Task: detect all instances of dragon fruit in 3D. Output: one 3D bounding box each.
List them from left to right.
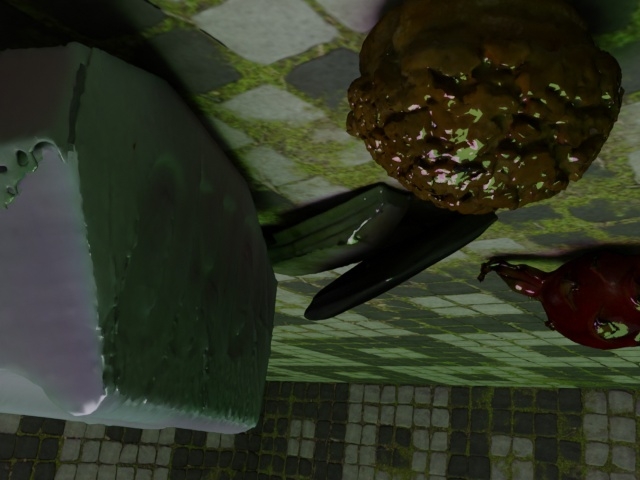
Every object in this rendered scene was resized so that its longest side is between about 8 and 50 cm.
[{"bbox_3d":[0.315,0.063,0.827,0.246,0.125,0.125,15,-177,28],"label":"dragon fruit"}]

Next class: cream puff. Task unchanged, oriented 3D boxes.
[{"bbox_3d":[0.096,-0.076,0.402,0.165,0.115,0.150,3,159,12],"label":"cream puff"}]

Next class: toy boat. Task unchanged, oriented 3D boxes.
[{"bbox_3d":[0.000,0.000,0.790,0.093,0.055,0.293,13,162,-30],"label":"toy boat"}]

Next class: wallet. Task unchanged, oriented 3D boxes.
[{"bbox_3d":[0.083,0.030,0.760,0.169,0.052,0.245,-27,175,-25],"label":"wallet"}]

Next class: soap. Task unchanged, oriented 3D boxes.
[{"bbox_3d":[-0.169,0.026,0.576,0.156,0.261,0.446,2,162,13],"label":"soap"}]
